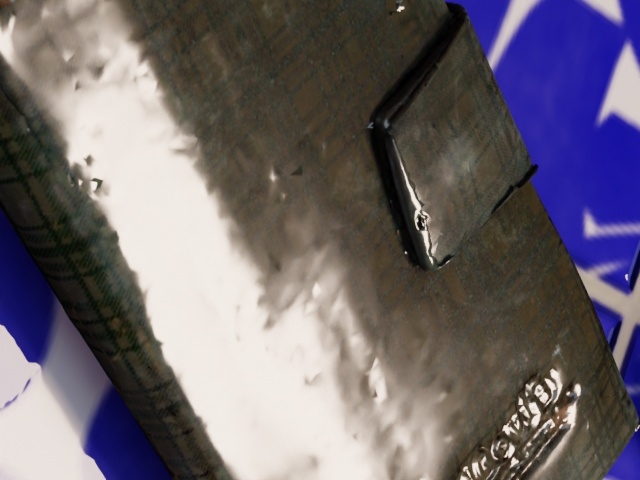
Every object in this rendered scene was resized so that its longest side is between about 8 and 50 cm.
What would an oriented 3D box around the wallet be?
[{"bbox_3d":[0.001,0.000,0.533,0.169,0.044,0.317,-46,125,-29],"label":"wallet"}]
